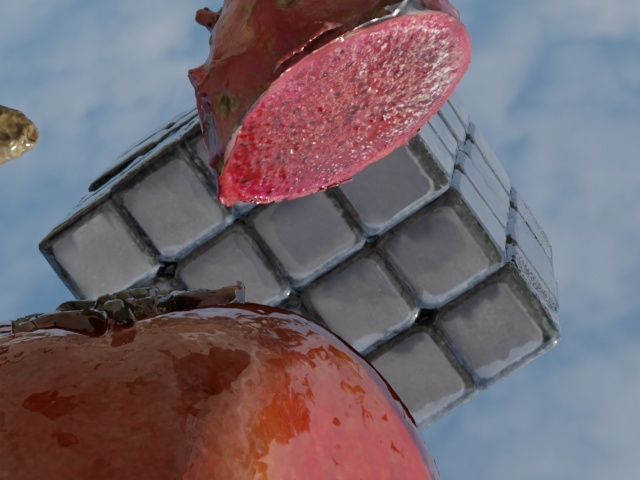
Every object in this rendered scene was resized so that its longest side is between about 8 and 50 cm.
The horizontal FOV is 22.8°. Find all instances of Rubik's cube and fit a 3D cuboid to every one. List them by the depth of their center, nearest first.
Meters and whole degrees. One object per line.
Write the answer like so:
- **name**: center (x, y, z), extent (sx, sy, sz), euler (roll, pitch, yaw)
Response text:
- **Rubik's cube**: center (0.000, 0.000, 1.494), extent (0.344, 0.344, 0.337), euler (-34, -171, 14)

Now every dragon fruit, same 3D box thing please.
- **dragon fruit**: center (-0.011, -0.104, 0.787), extent (0.153, 0.153, 0.111), euler (-31, -110, -10)

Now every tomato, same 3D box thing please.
- **tomato**: center (-0.088, 0.169, 0.878), extent (0.293, 0.290, 0.325), euler (-9, 177, 26)

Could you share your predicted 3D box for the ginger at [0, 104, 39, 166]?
- **ginger**: center (-0.386, -0.088, 1.214), extent (0.333, 0.080, 0.166), euler (6, -172, 6)
